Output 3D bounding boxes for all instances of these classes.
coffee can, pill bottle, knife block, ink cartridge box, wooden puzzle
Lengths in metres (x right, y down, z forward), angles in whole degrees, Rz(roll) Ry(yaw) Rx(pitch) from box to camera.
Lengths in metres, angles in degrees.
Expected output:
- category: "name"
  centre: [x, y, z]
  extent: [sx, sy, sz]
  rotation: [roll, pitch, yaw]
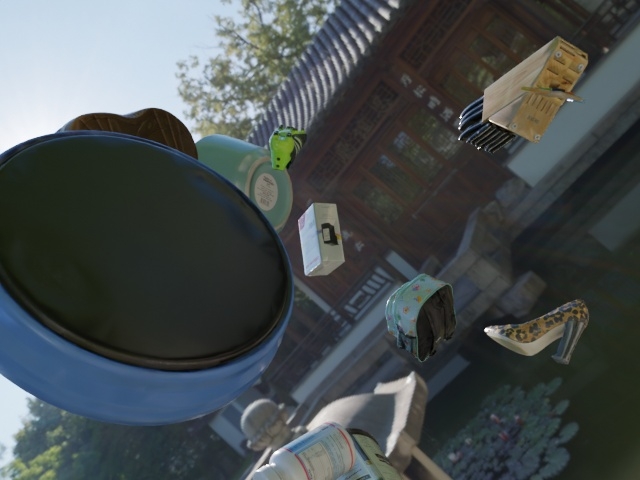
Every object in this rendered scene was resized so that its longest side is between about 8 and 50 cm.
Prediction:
- category: "coffee can"
  centre: [0.094, 0.558, 1.084]
  extent: [0.201, 0.201, 0.275]
  rotation: [-48, 26, -2]
- category: "pill bottle"
  centre: [-0.025, 0.366, 0.842]
  extent: [0.160, 0.087, 0.087]
  rotation: [-16, -26, -39]
- category: "knife block"
  centre: [0.435, -0.326, 1.189]
  extent: [0.275, 0.088, 0.242]
  rotation: [-63, 23, 19]
- category: "ink cartridge box"
  centre: [0.000, 0.000, 1.460]
  extent: [0.073, 0.175, 0.127]
  rotation: [1, -21, -24]
- category: "wooden puzzle"
  centre: [0.404, -0.255, 0.897]
  extent: [0.116, 0.079, 0.014]
  rotation: [-4, -68, -43]

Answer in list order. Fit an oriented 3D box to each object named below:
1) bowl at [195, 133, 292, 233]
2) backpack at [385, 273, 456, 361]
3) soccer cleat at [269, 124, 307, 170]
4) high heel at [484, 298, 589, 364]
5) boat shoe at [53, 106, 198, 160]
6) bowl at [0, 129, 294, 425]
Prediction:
- category: "bowl"
  centre: [-0.183, -0.111, 1.286]
  extent: [0.312, 0.163, 0.311]
  rotation: [-5, -85, -57]
- category: "backpack"
  centre: [0.251, 0.177, 1.299]
  extent: [0.166, 0.144, 0.188]
  rotation: [-33, -44, -26]
- category: "soccer cleat"
  centre: [-0.065, -0.176, 0.983]
  extent: [0.179, 0.060, 0.072]
  rotation: [-65, -15, -70]
- category: "high heel"
  centre: [0.604, 0.228, 1.458]
  extent: [0.261, 0.093, 0.186]
  rotation: [10, 62, 50]
- category: "boat shoe"
  centre: [-0.352, -0.163, 0.937]
  extent: [0.123, 0.123, 0.342]
  rotation: [-13, 8, 21]
- category: "bowl"
  centre: [-0.204, 0.015, 0.611]
  extent: [0.077, 0.391, 0.391]
  rotation: [-52, -6, 32]
